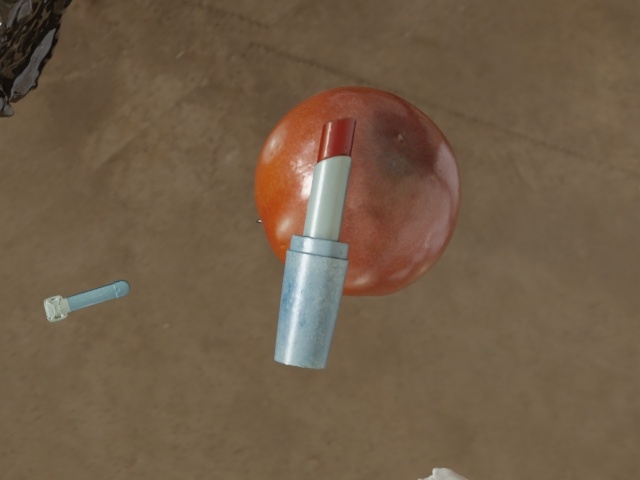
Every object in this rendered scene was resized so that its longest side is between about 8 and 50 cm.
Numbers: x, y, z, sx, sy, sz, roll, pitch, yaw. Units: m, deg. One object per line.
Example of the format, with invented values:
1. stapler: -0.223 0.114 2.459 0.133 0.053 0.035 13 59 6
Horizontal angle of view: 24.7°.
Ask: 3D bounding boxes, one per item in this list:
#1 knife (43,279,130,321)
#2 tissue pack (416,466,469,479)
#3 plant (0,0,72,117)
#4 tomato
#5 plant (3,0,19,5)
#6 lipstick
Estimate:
1. knife: -0.250 0.062 1.566 0.096 0.010 0.027 -17 96 -20
2. tissue pack: 0.120 0.357 0.944 0.266 0.194 0.356 38 21 -15
3. plant: -0.334 -0.223 1.259 0.234 0.178 0.204 33 35 5
4. tomato: 0.046 -0.059 1.756 0.256 0.224 0.256 14 54 -20
5. plant: -0.129 -0.168 0.599 0.203 0.131 0.142 -1 73 -47
6. lipstick: 0.000 0.000 1.587 0.061 0.068 0.274 9 91 -50
